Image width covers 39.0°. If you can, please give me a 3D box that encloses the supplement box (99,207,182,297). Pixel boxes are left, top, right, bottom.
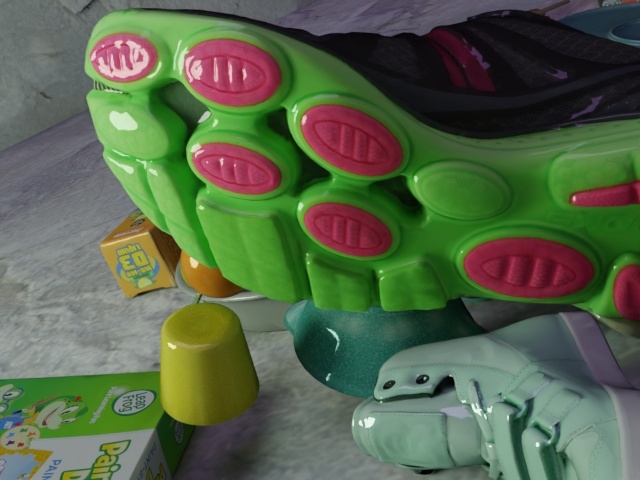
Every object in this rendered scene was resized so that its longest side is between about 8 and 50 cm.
[{"bbox_3d":[-0.169,-0.024,1.093,0.078,0.080,0.233,-15,24,24],"label":"supplement box"}]

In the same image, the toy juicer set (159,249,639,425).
[{"bbox_3d":[0.045,0.041,0.685,0.329,0.089,0.209,-5,34,-3],"label":"toy juicer set"}]

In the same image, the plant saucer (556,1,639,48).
[{"bbox_3d":[0.367,-0.212,0.983,0.317,0.044,0.317,-7,27,4],"label":"plant saucer"}]

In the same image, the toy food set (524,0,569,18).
[{"bbox_3d":[0.306,-0.343,1.478,0.132,0.038,0.192,-27,15,-34],"label":"toy food set"}]

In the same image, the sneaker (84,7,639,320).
[{"bbox_3d":[0.080,-0.063,0.622,0.482,0.185,0.202,11,30,-3],"label":"sneaker"}]

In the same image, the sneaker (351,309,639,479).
[{"bbox_3d":[0.093,0.117,0.465,0.151,0.094,0.256,-13,12,7],"label":"sneaker"}]

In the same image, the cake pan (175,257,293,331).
[{"bbox_3d":[0.000,0.000,0.901,0.293,0.054,0.293,-19,21,7],"label":"cake pan"}]

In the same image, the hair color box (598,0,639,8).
[{"bbox_3d":[0.487,-0.418,1.451,0.093,0.053,0.167,-12,21,20],"label":"hair color box"}]

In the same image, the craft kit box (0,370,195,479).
[{"bbox_3d":[-0.235,0.179,0.620,0.246,0.061,0.250,-2,23,8],"label":"craft kit box"}]

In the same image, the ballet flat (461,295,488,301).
[{"bbox_3d":[0.162,-0.041,0.806,0.086,0.086,0.248,-7,25,33],"label":"ballet flat"}]
